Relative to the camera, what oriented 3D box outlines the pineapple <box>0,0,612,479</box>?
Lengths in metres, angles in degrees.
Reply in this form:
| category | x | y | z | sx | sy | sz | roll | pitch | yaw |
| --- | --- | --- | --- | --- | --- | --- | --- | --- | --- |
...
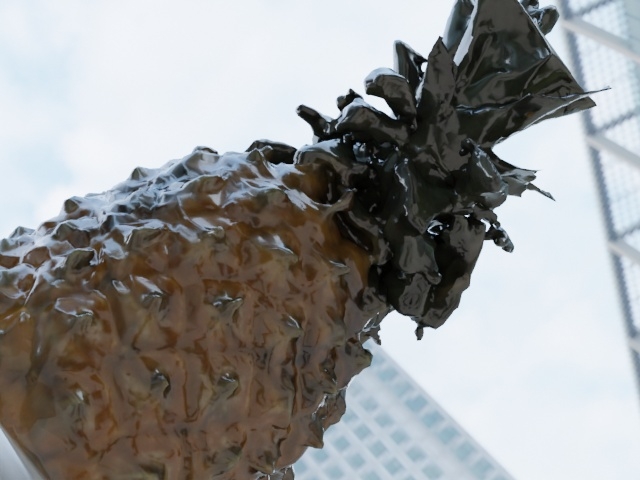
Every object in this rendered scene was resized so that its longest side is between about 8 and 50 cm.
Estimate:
| category | x | y | z | sx | sy | sz | roll | pitch | yaw |
| --- | --- | --- | --- | --- | --- | --- | --- | --- | --- |
| pineapple | 0.000 | 0.000 | 0.654 | 0.340 | 0.169 | 0.169 | -36 | -56 | -20 |
